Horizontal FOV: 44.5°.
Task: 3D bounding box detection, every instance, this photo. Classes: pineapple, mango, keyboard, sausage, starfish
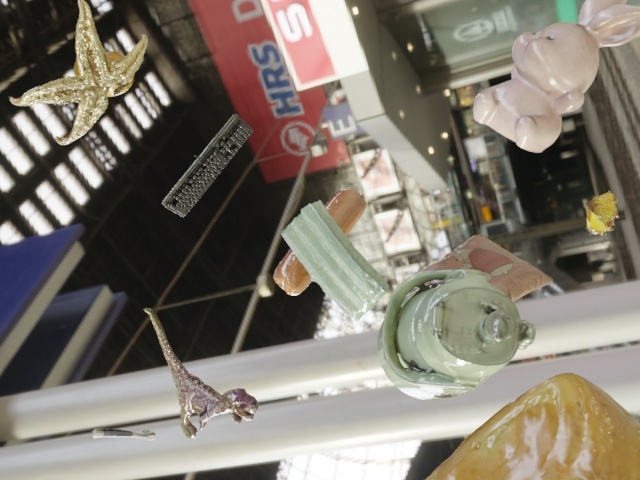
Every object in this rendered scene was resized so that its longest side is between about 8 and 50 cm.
[{"bbox_3d":[0.661,-0.051,1.866,0.114,0.077,0.114,93,-173,-48],"label":"pineapple"},{"bbox_3d":[-0.364,-0.282,1.311,0.079,0.114,0.057,-69,-20,-7],"label":"mango"},{"bbox_3d":[-0.223,-0.147,1.552,0.025,0.230,0.093,40,-178,27],"label":"keyboard"},{"bbox_3d":[0.000,-0.001,1.756,0.289,0.086,0.086,-53,-40,-16],"label":"sausage"},{"bbox_3d":[-0.367,-0.237,1.182,0.138,0.247,0.050,18,-146,-46],"label":"starfish"}]

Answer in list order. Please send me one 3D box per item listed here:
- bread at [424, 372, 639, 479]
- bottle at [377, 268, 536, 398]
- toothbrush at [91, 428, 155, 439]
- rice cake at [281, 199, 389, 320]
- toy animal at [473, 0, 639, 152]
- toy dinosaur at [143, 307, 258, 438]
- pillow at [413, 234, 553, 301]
[{"bbox_3d":[0.217,0.320,0.684,0.337,0.328,0.148,42,-162,-12],"label":"bread"},{"bbox_3d":[0.217,0.167,1.350,0.352,0.229,0.229,112,150,-77],"label":"bottle"},{"bbox_3d":[-0.456,0.450,1.821,0.024,0.026,0.288,-56,-20,-4],"label":"toothbrush"},{"bbox_3d":[0.027,0.043,1.546,0.237,0.127,0.043,50,-139,6],"label":"rice cake"},{"bbox_3d":[0.272,-0.212,0.907,0.124,0.213,0.124,28,-163,-9],"label":"toy animal"},{"bbox_3d":[-0.224,0.245,1.374,0.251,0.200,0.072,46,-131,13],"label":"toy dinosaur"},{"bbox_3d":[0.349,0.084,1.712,0.223,0.236,0.084,36,144,45],"label":"pillow"}]
